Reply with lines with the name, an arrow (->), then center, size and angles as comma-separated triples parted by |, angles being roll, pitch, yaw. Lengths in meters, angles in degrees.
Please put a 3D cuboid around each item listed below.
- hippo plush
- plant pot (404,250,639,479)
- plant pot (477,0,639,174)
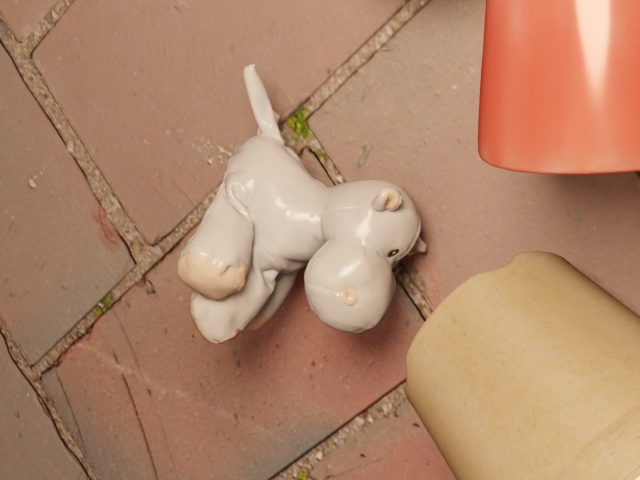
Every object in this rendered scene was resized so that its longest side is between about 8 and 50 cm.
hippo plush -> 0.000, 0.000, 1.784 | 0.236, 0.234, 0.294 | 13, 71, 16
plant pot -> 0.254, 0.185, 1.549 | 0.305, 0.333, 0.334 | 50, 130, 36
plant pot -> 0.264, -0.205, 1.427 | 0.275, 0.275, 0.243 | 3, 107, 38
